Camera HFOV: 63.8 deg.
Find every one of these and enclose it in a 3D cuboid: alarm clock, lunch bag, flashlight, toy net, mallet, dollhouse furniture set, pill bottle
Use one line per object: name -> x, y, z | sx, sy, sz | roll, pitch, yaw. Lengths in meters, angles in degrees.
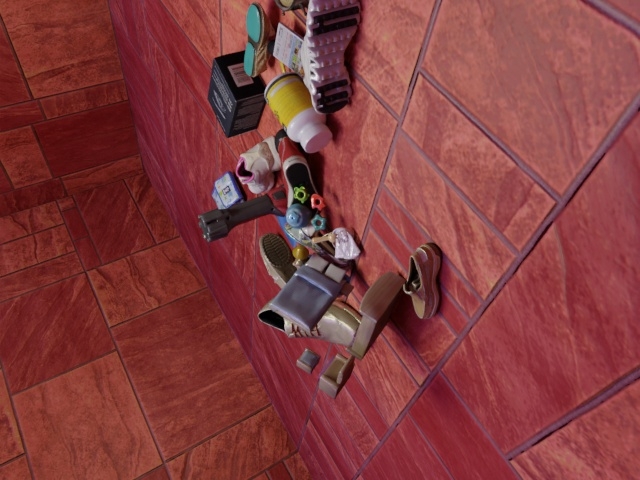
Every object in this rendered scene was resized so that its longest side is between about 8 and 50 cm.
alarm clock -> -0.062, -0.565, 1.054 | 0.129, 0.064, 0.192 | 35, 143, 51
lunch bag -> -0.353, -0.175, 1.996 | 0.129, 0.096, 0.151 | 62, 142, 17
flashlight -> -0.192, -0.078, 1.466 | 0.103, 0.304, 0.103 | 21, 130, 61
toy net -> 0.015, -0.042, 1.326 | 0.232, 0.045, 0.122 | 33, 110, 13
mallet -> -0.092, -0.412, 1.298 | 0.062, 0.039, 0.190 | 39, 147, 46
dollhouse furniture set -> -0.003, 0.147, 1.225 | 0.303, 0.286, 0.198 | 31, 144, 17
pill bottle -> -0.049, -0.300, 1.214 | 0.184, 0.103, 0.103 | 59, 155, 20

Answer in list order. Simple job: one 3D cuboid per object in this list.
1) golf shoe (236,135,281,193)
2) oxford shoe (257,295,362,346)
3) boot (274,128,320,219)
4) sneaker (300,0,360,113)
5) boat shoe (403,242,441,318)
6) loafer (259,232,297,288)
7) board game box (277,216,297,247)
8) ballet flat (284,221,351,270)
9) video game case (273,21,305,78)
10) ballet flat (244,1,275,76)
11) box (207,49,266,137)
golf shoe -> -0.206, -0.217, 1.581 | 0.115, 0.140, 0.306 | 62, 157, 9
oxford shoe -> -0.023, 0.257, 1.538 | 0.396, 0.146, 0.141 | 8, 118, 44
boot -> -0.069, -0.180, 1.414 | 0.244, 0.088, 0.176 | 81, 171, -49
sneaker -> 0.005, -0.400, 1.022 | 0.292, 0.110, 0.118 | 97, 152, -48
boat shoe -> 0.202, 0.093, 1.068 | 0.068, 0.072, 0.190 | 38, 143, 49
loafer -> -0.133, 0.098, 1.749 | 0.269, 0.101, 0.092 | 59, 149, 17
board game box -> -0.097, -0.061, 1.623 | 0.169, 0.033, 0.133 | 58, 160, 32
ballet flat -> 0.000, 0.000, 1.397 | 0.221, 0.077, 0.079 | 41, 127, 15
video game case -> -0.058, -0.431, 1.183 | 0.122, 0.011, 0.087 | 42, 144, 16
ballet flat -> -0.151, -0.507, 1.291 | 0.073, 0.067, 0.206 | 54, 151, 19
box -> -0.249, -0.427, 1.519 | 0.153, 0.108, 0.207 | 63, 157, 9
